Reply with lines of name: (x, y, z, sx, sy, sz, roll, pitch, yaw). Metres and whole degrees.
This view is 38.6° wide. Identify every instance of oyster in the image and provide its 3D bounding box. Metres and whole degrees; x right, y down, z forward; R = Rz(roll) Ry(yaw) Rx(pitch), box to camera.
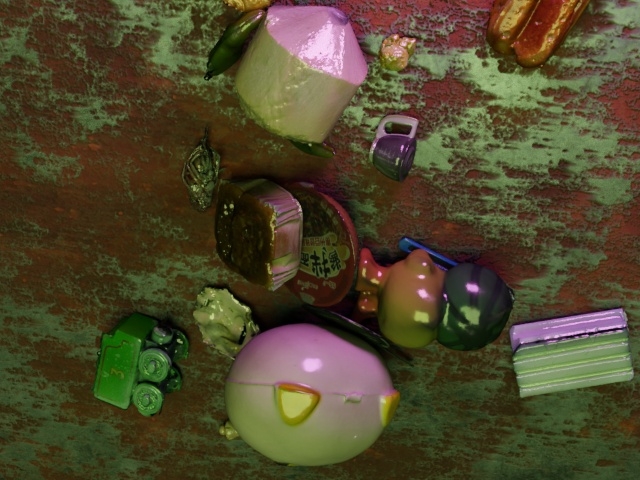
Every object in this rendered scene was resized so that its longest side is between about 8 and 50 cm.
oyster: (-0.202, 0.193, 2.096, 0.209, 0.072, 0.133, 35, 95, -1)

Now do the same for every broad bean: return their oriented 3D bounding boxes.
broad bean: (-0.176, -0.383, 1.799, 0.213, 0.070, 0.048, -35, 79, 45)
broad bean: (-0.055, -0.227, 1.885, 0.061, 0.046, 0.195, -40, 103, 25)

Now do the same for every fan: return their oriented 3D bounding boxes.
fan: (0.069, 0.201, 2.028, 0.223, 0.294, 0.012, 19, 77, 31)

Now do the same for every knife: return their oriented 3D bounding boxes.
knife: (0.299, 0.072, 1.991, 0.296, 0.026, 0.044, 26, 125, -6)

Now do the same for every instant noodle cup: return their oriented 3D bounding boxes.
instant noodle cup: (0.000, 0.000, 1.930, 0.274, 0.090, 0.274, 20, 120, 40)

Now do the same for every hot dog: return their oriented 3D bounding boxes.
hot dog: (0.430, -0.483, 1.662, 0.158, 0.117, 0.349, 27, 117, 0)

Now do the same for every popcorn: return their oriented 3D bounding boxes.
popcorn: (0.151, -0.365, 1.787, 0.083, 0.059, 0.068, -29, 80, -5)

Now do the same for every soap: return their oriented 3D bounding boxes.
soap: (0.552, 0.244, 2.007, 0.261, 0.094, 0.150, -11, 118, 11)

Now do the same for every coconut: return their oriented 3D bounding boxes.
coconut: (-0.029, -0.330, 1.729, 0.239, 0.239, 0.244, 28, 116, -6)

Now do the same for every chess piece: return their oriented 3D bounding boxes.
chess piece: (-0.162, 0.456, 2.219, 0.171, 0.060, 0.060, -5, 114, 12)

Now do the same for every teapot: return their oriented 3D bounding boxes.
teapot: (0.148, -0.188, 1.868, 0.090, 0.124, 0.092, 19, 159, 15)

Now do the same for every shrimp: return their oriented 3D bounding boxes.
shrimp: (-0.249, -0.150, 1.936, 0.073, 0.074, 0.190, 22, 109, 33)

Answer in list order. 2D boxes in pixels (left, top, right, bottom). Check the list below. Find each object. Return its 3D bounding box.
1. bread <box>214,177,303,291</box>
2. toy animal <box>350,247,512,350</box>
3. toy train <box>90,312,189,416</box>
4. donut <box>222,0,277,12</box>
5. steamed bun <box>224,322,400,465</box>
bread: (-0.133, -0.018, 1.914, 0.192, 0.109, 0.210, 27, 125, 35)
toy animal: (0.229, 0.139, 1.923, 0.338, 0.191, 0.216, 9, 126, 11)
toy train: (-0.420, 0.290, 2.136, 0.188, 0.132, 0.243, 21, 117, 7)
donut: (-0.139, -0.531, 1.736, 0.166, 0.073, 0.184, -31, 108, 19)
steamed bun: (-0.022, 0.332, 1.980, 0.373, 0.334, 0.334, 5, 121, -32)
